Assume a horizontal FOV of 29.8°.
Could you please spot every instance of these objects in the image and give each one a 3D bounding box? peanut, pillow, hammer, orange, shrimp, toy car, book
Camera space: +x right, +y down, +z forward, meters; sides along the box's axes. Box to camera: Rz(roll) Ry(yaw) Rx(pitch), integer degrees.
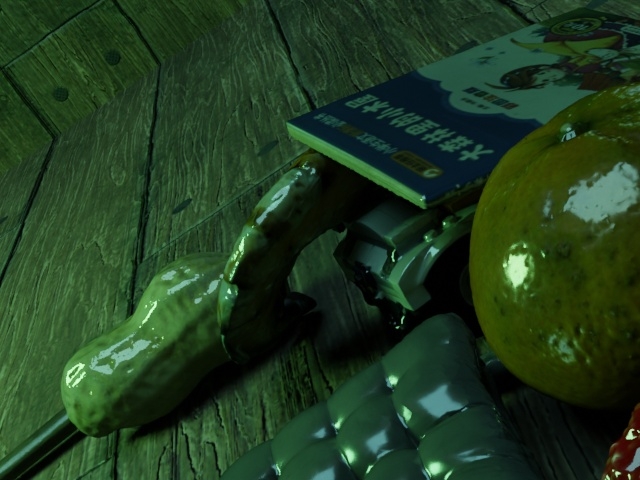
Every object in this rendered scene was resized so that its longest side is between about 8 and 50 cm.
[{"bbox_3d":[-0.148,0.096,1.191,0.256,0.124,0.123,-34,20,0],"label":"peanut"},{"bbox_3d":[0.045,0.182,0.732,0.228,0.101,0.326,-35,18,5],"label":"pillow"},{"bbox_3d":[-0.358,0.261,1.281,0.365,0.043,0.111,-39,21,-5],"label":"hammer"},{"bbox_3d":[0.200,-0.003,0.779,0.240,0.171,0.240,-29,24,14],"label":"orange"},{"bbox_3d":[0.000,0.000,1.123,0.233,0.071,0.365,-63,-14,15],"label":"shrimp"},{"bbox_3d":[0.154,-0.042,1.028,0.301,0.118,0.193,-38,18,-9],"label":"toy car"},{"bbox_3d":[0.160,-0.120,0.980,0.322,0.018,0.228,-23,27,-20],"label":"book"}]

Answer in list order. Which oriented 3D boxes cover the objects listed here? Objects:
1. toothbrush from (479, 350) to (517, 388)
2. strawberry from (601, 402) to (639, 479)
[{"bbox_3d":[0.049,0.139,0.913,0.297,0.030,0.031,-29,30,20],"label":"toothbrush"},{"bbox_3d":[0.186,0.118,0.526,0.228,0.098,0.174,-35,57,-14],"label":"strawberry"}]
